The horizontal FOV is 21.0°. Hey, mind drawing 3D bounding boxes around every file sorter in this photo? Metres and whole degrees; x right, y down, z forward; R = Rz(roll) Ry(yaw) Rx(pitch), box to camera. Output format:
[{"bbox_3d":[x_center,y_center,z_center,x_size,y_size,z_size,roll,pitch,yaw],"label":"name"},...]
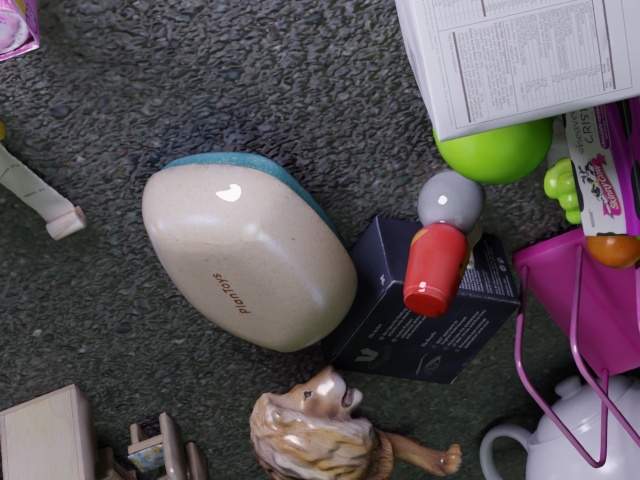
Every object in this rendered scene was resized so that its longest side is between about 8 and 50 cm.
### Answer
[{"bbox_3d":[0.369,0.091,1.779,0.290,0.182,0.202,-23,125,28],"label":"file sorter"}]

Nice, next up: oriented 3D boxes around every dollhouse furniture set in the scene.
[{"bbox_3d":[-0.258,0.301,1.958,0.212,0.161,0.242,-22,141,11],"label":"dollhouse furniture set"}]

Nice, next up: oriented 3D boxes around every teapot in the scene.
[{"bbox_3d":[0.332,0.247,2.039,0.256,0.187,0.252,-34,180,-3],"label":"teapot"}]

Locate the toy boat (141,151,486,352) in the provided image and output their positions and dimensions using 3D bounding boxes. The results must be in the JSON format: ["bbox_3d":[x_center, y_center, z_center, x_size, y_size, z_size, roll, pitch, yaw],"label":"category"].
[{"bbox_3d":[0.000,0.000,1.661,0.318,0.148,0.267,1,144,23],"label":"toy boat"}]

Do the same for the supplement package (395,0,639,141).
[{"bbox_3d":[0.188,-0.229,1.351,0.262,0.199,0.198,-13,118,1],"label":"supplement package"}]

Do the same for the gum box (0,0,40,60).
[{"bbox_3d":[-0.285,-0.238,1.332,0.062,0.107,0.188,-18,141,7],"label":"gum box"}]

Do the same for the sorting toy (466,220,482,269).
[{"bbox_3d":[0.140,-0.012,1.750,0.045,0.075,0.083,-18,141,7],"label":"sorting toy"}]

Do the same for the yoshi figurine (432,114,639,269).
[{"bbox_3d":[0.221,-0.071,1.606,0.203,0.203,0.362,-18,132,31],"label":"yoshi figurine"}]

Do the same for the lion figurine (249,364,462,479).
[{"bbox_3d":[0.016,0.244,1.933,0.240,0.142,0.392,16,166,-7],"label":"lion figurine"}]

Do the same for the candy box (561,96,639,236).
[{"bbox_3d":[0.306,-0.115,1.519,0.071,0.159,0.233,2,-159,43],"label":"candy box"}]

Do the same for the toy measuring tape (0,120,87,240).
[{"bbox_3d":[-0.313,-0.060,1.540,0.121,0.121,0.330,-25,140,16],"label":"toy measuring tape"}]

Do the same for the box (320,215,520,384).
[{"bbox_3d":[0.099,0.066,1.819,0.158,0.093,0.156,10,138,-26],"label":"box"}]
